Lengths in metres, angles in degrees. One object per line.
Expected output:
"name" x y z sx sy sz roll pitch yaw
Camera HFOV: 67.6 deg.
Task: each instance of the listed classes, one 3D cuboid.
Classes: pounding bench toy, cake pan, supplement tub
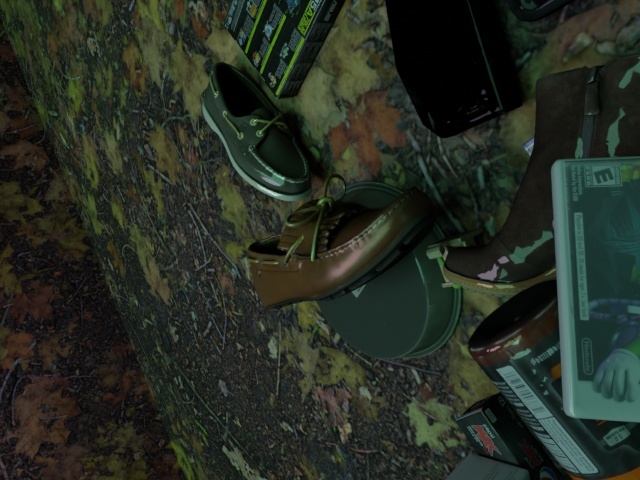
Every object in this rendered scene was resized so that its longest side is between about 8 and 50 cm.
"pounding bench toy" 0.170 0.030 0.600 0.052 0.083 0.065 -18 91 51
"cake pan" 0.077 0.057 0.746 0.293 0.054 0.292 24 123 42
"supplement tub" 0.226 0.136 0.402 0.197 0.106 0.106 51 139 6

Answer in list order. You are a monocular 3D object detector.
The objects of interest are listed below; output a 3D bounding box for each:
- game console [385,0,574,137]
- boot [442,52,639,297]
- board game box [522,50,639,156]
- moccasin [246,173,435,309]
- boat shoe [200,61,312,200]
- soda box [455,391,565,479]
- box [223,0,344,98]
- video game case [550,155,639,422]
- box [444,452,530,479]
"game console" 0.195 -0.242 0.454 0.361 0.044 0.213 -14 96 60
"boot" 0.223 -0.050 0.465 0.249 0.090 0.206 -2 95 50
"board game box" 0.306 -0.053 0.444 0.201 0.035 0.136 59 141 12
"moccasin" 0.002 -0.001 0.671 0.146 0.139 0.380 61 151 -4
"boat shoe" -0.111 -0.189 0.814 0.305 0.109 0.091 51 143 27
"soda box" 0.261 0.294 0.636 0.168 0.053 0.060 56 140 17
"box" -0.065 -0.354 0.740 0.184 0.045 0.190 54 138 15
"video game case" 0.261 0.031 0.336 0.173 0.022 0.190 0 79 12
"box" 0.208 0.346 0.596 0.087 0.102 0.101 -7 102 50
